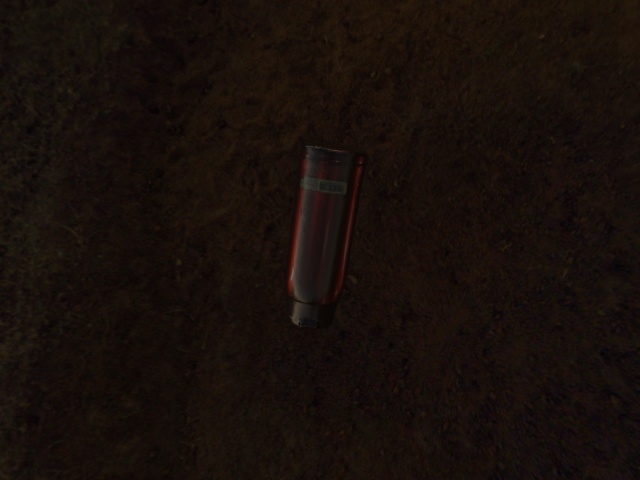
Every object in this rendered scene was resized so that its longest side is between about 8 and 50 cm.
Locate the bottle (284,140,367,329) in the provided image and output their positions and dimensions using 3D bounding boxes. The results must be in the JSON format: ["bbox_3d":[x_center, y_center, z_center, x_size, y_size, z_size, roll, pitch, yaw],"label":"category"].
[{"bbox_3d":[0.000,0.000,0.391,0.060,0.060,0.164,15,108,19],"label":"bottle"}]
